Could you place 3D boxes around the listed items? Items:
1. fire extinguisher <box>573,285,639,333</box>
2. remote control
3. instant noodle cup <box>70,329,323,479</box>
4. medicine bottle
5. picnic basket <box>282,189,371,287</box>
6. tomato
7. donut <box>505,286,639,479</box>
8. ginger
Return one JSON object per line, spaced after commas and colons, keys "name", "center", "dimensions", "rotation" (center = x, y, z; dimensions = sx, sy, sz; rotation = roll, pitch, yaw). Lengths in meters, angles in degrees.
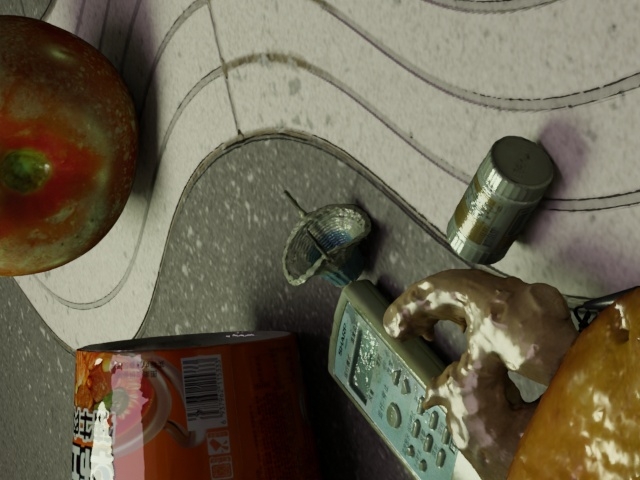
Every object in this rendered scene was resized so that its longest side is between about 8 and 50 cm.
{"name": "fire extinguisher", "center": [0.182, 0.049, 0.896], "dimensions": [0.100, 0.046, 0.032], "rotation": [0, 62, 56]}
{"name": "remote control", "center": [0.078, 0.131, 1.127], "dimensions": [0.233, 0.038, 0.098], "rotation": [49, 141, 42]}
{"name": "instant noodle cup", "center": [-0.109, 0.182, 1.294], "dimensions": [0.250, 0.250, 0.192], "rotation": [-2, 91, 61]}
{"name": "medicine bottle", "center": [0.117, -0.026, 0.978], "dimensions": [0.047, 0.047, 0.083], "rotation": [60, 148, 28]}
{"name": "picnic basket", "center": [0.000, 0.000, 1.173], "dimensions": [0.083, 0.083, 0.065], "rotation": [44, -165, -39]}
{"name": "tomato", "center": [-0.325, -0.101, 1.517], "dimensions": [0.222, 0.270, 0.270], "rotation": [-135, 41, -60]}
{"name": "donut", "center": [0.212, 0.163, 0.734], "dimensions": [0.303, 0.110, 0.303], "rotation": [-37, 44, 47]}
{"name": "ginger", "center": [0.141, 0.133, 0.958], "dimensions": [0.149, 0.065, 0.258], "rotation": [-26, 90, 54]}
